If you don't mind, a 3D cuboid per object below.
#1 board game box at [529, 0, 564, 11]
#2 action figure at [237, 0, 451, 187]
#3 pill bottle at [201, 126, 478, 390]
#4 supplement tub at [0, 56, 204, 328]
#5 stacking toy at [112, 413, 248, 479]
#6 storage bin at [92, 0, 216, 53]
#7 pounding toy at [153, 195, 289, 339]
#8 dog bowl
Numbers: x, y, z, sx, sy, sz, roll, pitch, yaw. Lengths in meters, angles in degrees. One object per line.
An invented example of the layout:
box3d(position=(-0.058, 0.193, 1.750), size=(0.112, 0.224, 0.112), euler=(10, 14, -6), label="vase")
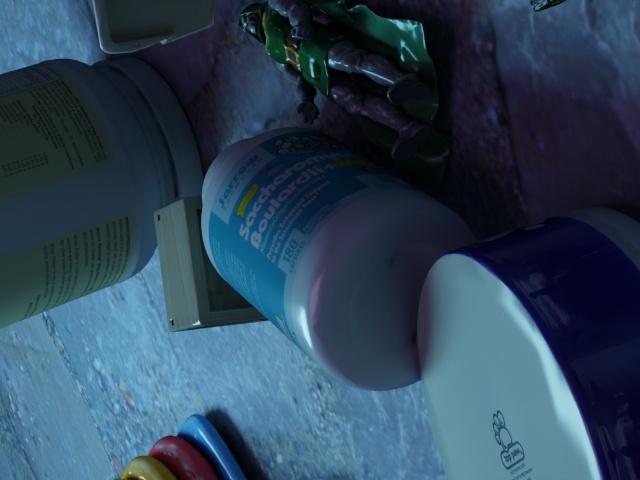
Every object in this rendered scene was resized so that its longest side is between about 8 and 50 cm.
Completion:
box3d(position=(0.124, -0.280, 0.850), size=(0.136, 0.030, 0.260), euler=(-27, 85, 58), label="board game box")
box3d(position=(0.006, -0.139, 1.103), size=(0.232, 0.063, 0.137), euler=(38, 142, 47), label="action figure")
box3d(position=(0.000, 0.000, 1.092), size=(0.264, 0.146, 0.146), euler=(36, 138, 56), label="pill bottle")
box3d(position=(-0.301, -0.042, 1.389), size=(0.235, 0.324, 0.235), euler=(36, 137, 43), label="supplement tub")
box3d(position=(-0.221, 0.325, 1.517), size=(0.166, 0.301, 0.175), euler=(54, 148, 22), label="stacking toy")
box3d(position=(-0.206, -0.315, 1.164), size=(0.262, 0.123, 0.260), euler=(37, 142, 43), label="storage bin")
box3d(position=(-0.070, 0.029, 1.278), size=(0.100, 0.141, 0.130), euler=(-16, 81, 60), label="pounding toy")
box3d(position=(0.162, 0.118, 0.905), size=(0.265, 0.104, 0.265), euler=(164, 90, -73), label="dog bowl")
